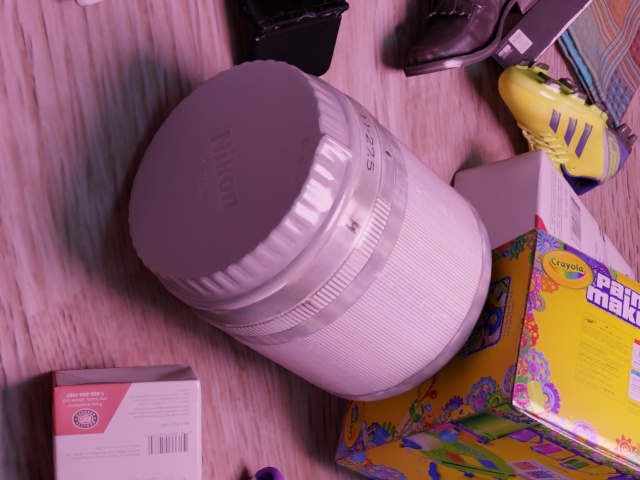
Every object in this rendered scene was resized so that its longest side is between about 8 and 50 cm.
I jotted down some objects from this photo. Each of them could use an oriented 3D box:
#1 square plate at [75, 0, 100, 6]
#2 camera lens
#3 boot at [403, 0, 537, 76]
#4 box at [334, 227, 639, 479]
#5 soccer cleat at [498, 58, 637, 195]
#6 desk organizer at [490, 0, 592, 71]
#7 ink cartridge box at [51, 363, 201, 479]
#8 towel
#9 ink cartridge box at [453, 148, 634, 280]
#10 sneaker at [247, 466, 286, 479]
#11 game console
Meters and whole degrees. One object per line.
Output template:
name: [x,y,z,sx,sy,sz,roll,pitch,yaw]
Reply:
square plate: [-0.079,-0.395,0.982,0.347,0.049,0.344,-34,142,-41]
camera lens: [0.000,0.000,1.062,0.274,0.219,0.219,36,68,-44]
boot: [0.128,-0.314,1.285,0.263,0.091,0.229,-48,121,-39]
box: [0.218,0.163,1.193,0.290,0.279,0.177,27,59,-22]
soccer cleat: [0.276,-0.119,1.436,0.121,0.093,0.289,-51,146,12]
desk organizer: [0.249,-0.246,1.417,0.047,0.050,0.130,43,94,-9]
ink cartridge box: [-0.155,0.204,0.992,0.115,0.067,0.198,-1,96,-14]
towel: [0.348,-0.351,1.547,0.370,0.040,0.271,51,58,-38]
ink cartridge box: [0.255,0.061,1.395,0.273,0.114,0.197,44,43,-41]
sneaker: [0.004,0.275,1.190,0.282,0.102,0.161,-25,109,-44]
game console: [-0.039,-0.205,1.151,0.122,0.071,0.107,-25,83,-45]
